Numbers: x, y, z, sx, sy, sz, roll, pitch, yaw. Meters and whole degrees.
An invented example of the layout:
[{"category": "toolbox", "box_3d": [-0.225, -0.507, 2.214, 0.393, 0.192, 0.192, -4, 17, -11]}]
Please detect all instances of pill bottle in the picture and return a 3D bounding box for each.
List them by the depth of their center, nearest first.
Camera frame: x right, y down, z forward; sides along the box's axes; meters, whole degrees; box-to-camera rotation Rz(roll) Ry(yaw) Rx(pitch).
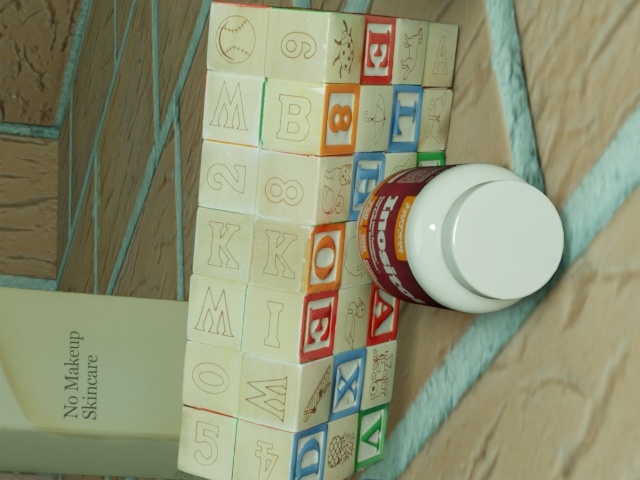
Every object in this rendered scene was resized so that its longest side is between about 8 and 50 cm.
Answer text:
[{"category": "pill bottle", "box_3d": [0.080, -0.002, 0.921, 0.152, 0.086, 0.086, -178, 93, -75]}]

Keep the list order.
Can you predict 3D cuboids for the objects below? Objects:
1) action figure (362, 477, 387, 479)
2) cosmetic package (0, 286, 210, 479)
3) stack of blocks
[{"category": "action figure", "box_3d": [0.016, 0.286, 0.921, 0.330, 0.178, 0.341, 135, 136, -53]}, {"category": "cosmetic package", "box_3d": [-0.236, 0.144, 1.601, 0.113, 0.309, 0.160, 119, 151, -55]}, {"category": "stack of blocks", "box_3d": [0.000, 0.000, 1.037, 0.087, 0.171, 0.297, 10, 99, 30]}]
